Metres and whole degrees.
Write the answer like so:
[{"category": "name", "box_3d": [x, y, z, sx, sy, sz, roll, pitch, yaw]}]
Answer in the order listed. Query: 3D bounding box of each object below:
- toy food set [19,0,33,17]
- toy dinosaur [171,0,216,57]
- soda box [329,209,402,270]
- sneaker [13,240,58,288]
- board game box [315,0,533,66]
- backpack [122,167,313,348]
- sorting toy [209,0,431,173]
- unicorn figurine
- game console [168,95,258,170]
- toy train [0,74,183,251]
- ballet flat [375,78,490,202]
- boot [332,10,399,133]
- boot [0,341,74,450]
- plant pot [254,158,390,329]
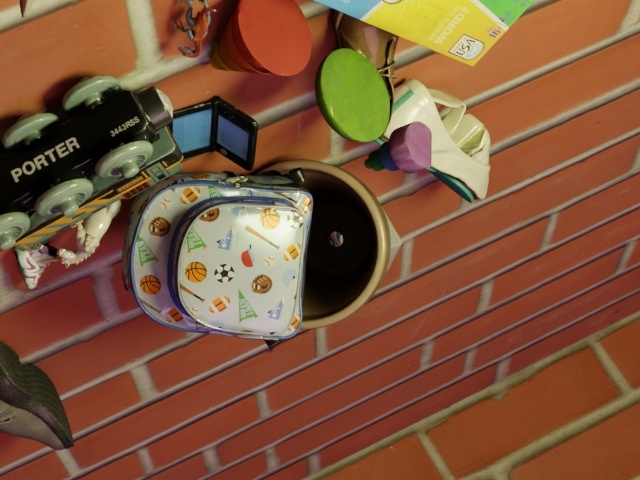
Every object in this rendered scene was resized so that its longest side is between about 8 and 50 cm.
[{"category": "toy food set", "box_3d": [-0.160, -0.337, 1.400, 0.306, 0.092, 0.220, -16, 153, -30]}, {"category": "toy dinosaur", "box_3d": [-0.154, -0.254, 1.610, 0.047, 0.090, 0.082, -8, 119, -12]}, {"category": "soda box", "box_3d": [-0.006, 0.033, 2.312, 0.286, 0.091, 0.098, -17, 154, -27]}, {"category": "sneaker", "box_3d": [-0.401, 0.032, 1.921, 0.069, 0.038, 0.098, -22, 156, -15]}, {"category": "board game box", "box_3d": [0.138, -0.359, 1.618, 0.316, 0.064, 0.242, 16, 132, -35]}, {"category": "backpack", "box_3d": [-0.149, 0.023, 1.899, 0.263, 0.276, 0.213, 5, -176, -10]}, {"category": "sorting toy", "box_3d": [-0.010, -0.188, 1.752, 0.126, 0.127, 0.365, -19, 137, 43]}, {"category": "unicorn figurine", "box_3d": [-0.321, -0.019, 1.846, 0.162, 0.060, 0.111, -45, 171, -11]}, {"category": "game console", "box_3d": [-0.150, -0.136, 1.843, 0.071, 0.107, 0.122, -51, 167, -27]}, {"category": "toy train", "box_3d": [-0.326, -0.082, 1.675, 0.334, 0.142, 0.190, -30, 166, 0]}, {"category": "ballet flat", "box_3d": [0.205, -0.161, 2.152, 0.139, 0.139, 0.400, -37, 155, 15]}, {"category": "boot", "box_3d": [0.078, -0.254, 1.817, 0.112, 0.115, 0.305, -17, 151, -20]}, {"category": "boot", "box_3d": [-0.559, 0.291, 2.191, 0.223, 0.118, 0.338, -27, 145, 0]}, {"category": "plant pot", "box_3d": [0.000, 0.000, 2.113, 0.263, 0.263, 0.229, -37, 173, 15]}]
